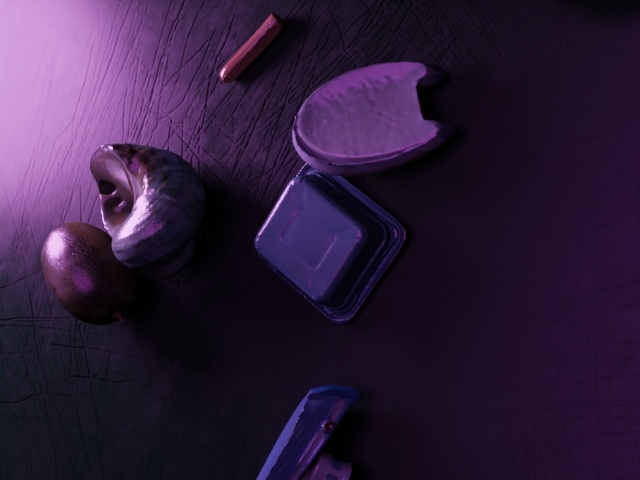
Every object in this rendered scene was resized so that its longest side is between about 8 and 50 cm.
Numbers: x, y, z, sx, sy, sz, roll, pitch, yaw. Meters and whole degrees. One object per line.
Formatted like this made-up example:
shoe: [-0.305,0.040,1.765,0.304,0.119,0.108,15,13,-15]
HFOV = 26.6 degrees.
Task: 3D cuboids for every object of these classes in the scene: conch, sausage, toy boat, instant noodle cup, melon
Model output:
conch: [-0.228,-0.040,1.800,0.175,0.122,0.188,-12,76,35]
sausage: [-0.093,-0.254,1.802,0.116,0.026,0.026,-44,67,18]
toy boat: [-0.008,0.276,1.683,0.102,0.088,0.215,27,98,-7]
instant noodle cup: [0.000,0.000,1.704,0.179,0.070,0.157,39,105,24]
melon: [-0.312,0.048,1.837,0.114,0.114,0.167,-45,65,17]
toy boat: [0.066,-0.146,1.690,0.207,0.079,0.134,-16,76,15]
